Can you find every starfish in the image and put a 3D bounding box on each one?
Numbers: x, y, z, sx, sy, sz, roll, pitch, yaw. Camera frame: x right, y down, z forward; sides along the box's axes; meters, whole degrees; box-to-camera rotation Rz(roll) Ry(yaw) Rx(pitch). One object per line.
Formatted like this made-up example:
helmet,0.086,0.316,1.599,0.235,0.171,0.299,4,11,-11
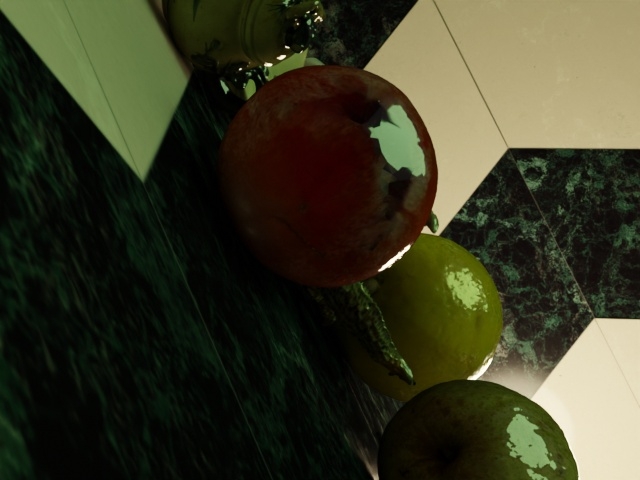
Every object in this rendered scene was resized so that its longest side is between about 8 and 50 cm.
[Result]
starfish,-0.003,0.000,1.077,0.358,0.078,0.347,36,-35,38

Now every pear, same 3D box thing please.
pear,0.164,0.249,0.991,0.211,0.229,0.188,50,52,-48

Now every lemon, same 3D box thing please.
lemon,0.122,0.102,1.261,0.219,0.240,0.240,24,36,-51

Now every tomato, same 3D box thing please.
tomato,0.009,-0.061,0.841,0.208,0.208,0.184,64,-15,-14

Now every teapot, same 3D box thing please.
teapot,-0.082,-0.261,1.073,0.183,0.173,0.269,26,-50,26

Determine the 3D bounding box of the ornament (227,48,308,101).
ornament,-0.079,-0.244,1.381,0.201,0.059,0.180,-56,137,-43

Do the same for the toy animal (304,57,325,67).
toy animal,0.001,-0.136,1.540,0.272,0.206,0.265,32,38,-54
